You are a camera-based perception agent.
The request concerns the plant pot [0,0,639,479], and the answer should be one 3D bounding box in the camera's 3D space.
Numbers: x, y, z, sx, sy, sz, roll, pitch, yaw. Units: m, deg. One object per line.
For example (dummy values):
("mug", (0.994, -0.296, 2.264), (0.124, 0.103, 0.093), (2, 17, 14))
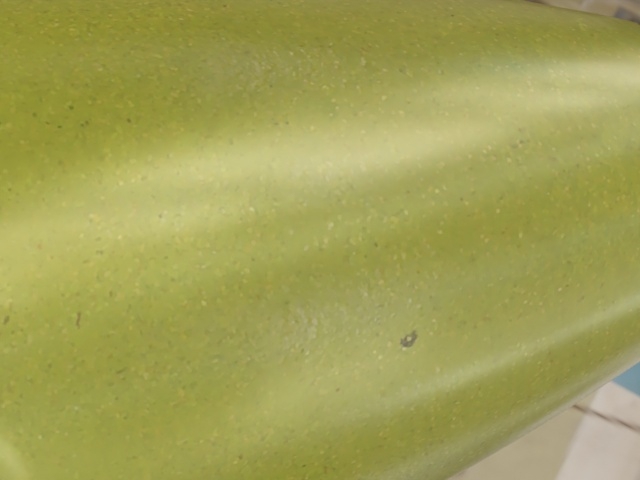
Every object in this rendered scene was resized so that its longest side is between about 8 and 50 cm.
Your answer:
("plant pot", (0.000, 0.000, 0.539), (0.275, 0.293, 0.275), (167, -90, -83))
